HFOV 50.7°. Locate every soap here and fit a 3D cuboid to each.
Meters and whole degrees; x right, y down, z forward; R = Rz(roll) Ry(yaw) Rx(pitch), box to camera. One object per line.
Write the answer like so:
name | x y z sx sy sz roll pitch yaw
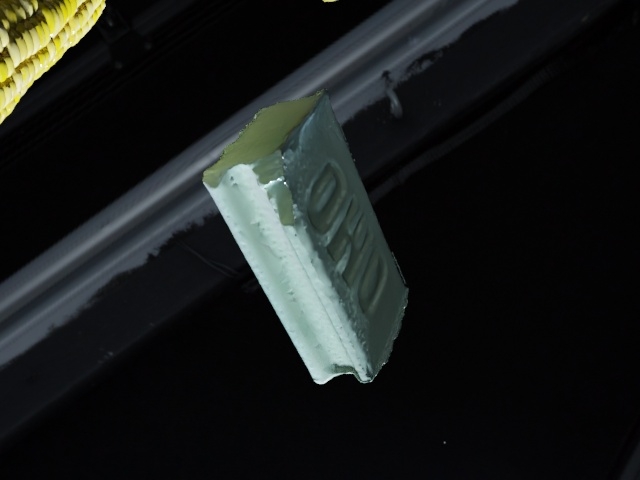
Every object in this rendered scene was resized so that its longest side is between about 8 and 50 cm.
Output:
soap | 0.000 0.000 0.508 0.064 0.198 0.114 -8 -145 29

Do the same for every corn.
corn | -0.188 -0.121 0.364 0.094 0.093 0.244 -6 -144 9
